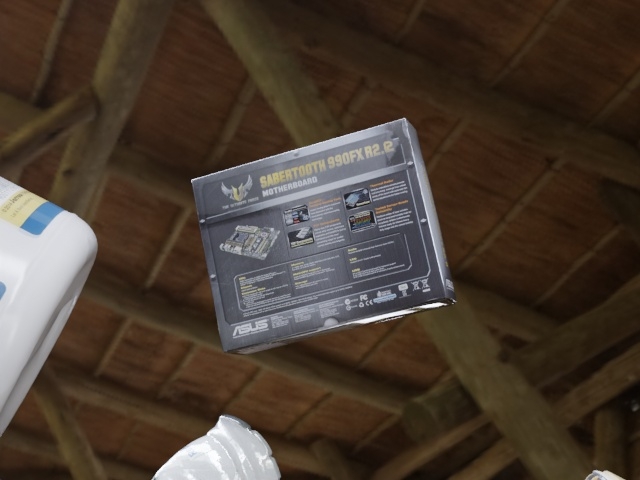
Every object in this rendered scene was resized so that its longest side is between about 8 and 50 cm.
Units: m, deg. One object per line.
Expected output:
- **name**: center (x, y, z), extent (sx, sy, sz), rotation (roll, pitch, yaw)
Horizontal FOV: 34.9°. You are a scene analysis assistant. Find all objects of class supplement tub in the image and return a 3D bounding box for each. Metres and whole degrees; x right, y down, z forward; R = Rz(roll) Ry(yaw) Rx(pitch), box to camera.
- **supplement tub**: center (-0.230, 0.012, 0.509), extent (0.200, 0.144, 0.144), rotation (28, -38, -6)

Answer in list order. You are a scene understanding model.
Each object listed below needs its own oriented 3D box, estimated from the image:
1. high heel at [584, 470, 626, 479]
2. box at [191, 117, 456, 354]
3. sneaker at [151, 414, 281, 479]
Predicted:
- **high heel**: center (0.244, 0.305, 0.884), extent (0.093, 0.186, 0.261), rotation (29, 1, -3)
- **box**: center (0.000, 0.000, 1.004), extent (0.231, 0.056, 0.183), rotation (-15, -103, 13)
- **sneaker**: center (-0.082, 0.334, 1.053), extent (0.111, 0.129, 0.297), rotation (-16, -82, 62)
